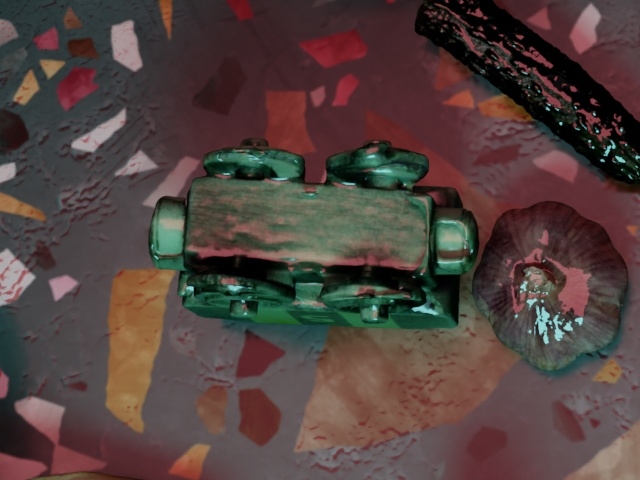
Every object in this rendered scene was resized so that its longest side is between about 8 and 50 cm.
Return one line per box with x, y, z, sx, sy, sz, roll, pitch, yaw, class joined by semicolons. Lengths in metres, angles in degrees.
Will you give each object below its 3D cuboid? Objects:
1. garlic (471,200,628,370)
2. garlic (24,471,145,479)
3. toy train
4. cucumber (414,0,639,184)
0.215;0.041;1.873;0.147;0.102;0.159;-9;80;8;garlic
-0.165;0.303;1.871;0.245;0.164;0.145;36;99;21;garlic
0.000;0.000;1.849;0.299;0.238;0.166;3;81;9;toy train
0.216;-0.151;1.923;0.300;0.072;0.072;38;89;12;cucumber
